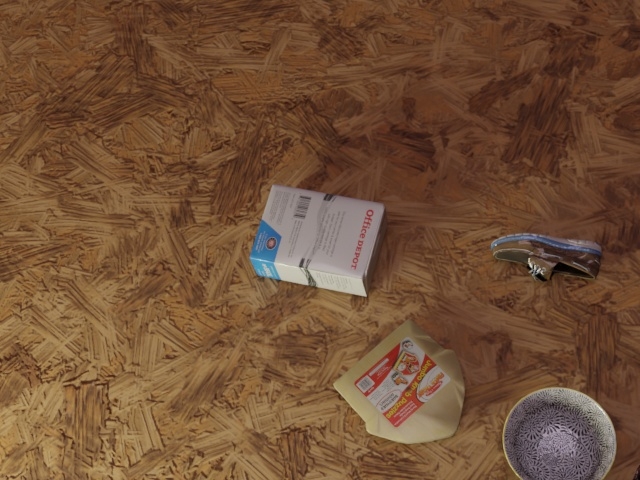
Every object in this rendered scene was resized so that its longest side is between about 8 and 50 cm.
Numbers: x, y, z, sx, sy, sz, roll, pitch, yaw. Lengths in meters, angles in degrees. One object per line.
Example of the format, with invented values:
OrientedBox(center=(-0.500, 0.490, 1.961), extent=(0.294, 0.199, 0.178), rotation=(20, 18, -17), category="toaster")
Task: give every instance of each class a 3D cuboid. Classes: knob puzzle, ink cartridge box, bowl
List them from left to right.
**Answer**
OrientedBox(center=(0.000, 0.000, 2.039), extent=(0.203, 0.086, 0.148), rotation=(12, 66, 13), category="ink cartridge box")
OrientedBox(center=(0.148, 0.248, 1.925), extent=(0.213, 0.030, 0.213), rotation=(-3, 63, 6), category="knob puzzle")
OrientedBox(center=(0.365, 0.318, 1.830), extent=(0.170, 0.080, 0.170), rotation=(-4, 63, 7), category="bowl")

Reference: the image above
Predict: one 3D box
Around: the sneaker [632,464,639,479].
OrientedBox(center=(0.482, 0.443, 1.680), extent=(0.106, 0.162, 0.281), rotation=(-13, 51, 4), category="sneaker")

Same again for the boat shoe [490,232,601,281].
OrientedBox(center=(0.374, 0.031, 1.980), extent=(0.183, 0.066, 0.066), rotation=(3, 65, 10), category="boat shoe")
